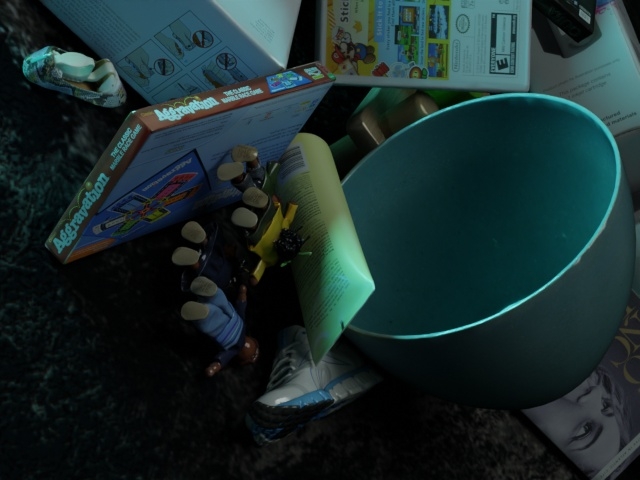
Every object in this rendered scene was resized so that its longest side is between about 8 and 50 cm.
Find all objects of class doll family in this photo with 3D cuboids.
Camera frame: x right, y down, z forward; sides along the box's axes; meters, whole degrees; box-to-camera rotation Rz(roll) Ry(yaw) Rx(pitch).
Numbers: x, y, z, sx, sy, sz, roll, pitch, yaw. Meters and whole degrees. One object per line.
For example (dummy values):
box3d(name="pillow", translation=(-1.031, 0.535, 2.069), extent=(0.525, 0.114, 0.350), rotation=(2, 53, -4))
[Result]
box3d(name="doll family", translation=(-0.065, 0.020, 1.549), extent=(0.193, 0.076, 0.111), rotation=(-58, 154, -15))

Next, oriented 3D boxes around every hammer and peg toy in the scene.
box3d(name="hammer and peg toy", translation=(0.167, -0.093, 1.929), extent=(0.266, 0.127, 0.361), rotation=(53, 33, -11))

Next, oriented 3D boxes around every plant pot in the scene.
box3d(name="plant pot", translation=(0.159, 0.038, 1.668), extent=(0.290, 0.290, 0.195), rotation=(-81, 149, -44))

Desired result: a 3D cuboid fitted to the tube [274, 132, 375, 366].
box3d(name="tube", translation=(0.000, 0.000, 1.614), extent=(0.240, 0.062, 0.070), rotation=(-105, -178, -51))

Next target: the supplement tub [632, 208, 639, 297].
box3d(name="supplement tub", translation=(0.443, 0.108, 2.041), extent=(0.331, 0.241, 0.241), rotation=(61, 33, 0))

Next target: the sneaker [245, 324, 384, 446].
box3d(name="sneaker", translation=(-0.021, 0.115, 1.579), extent=(0.083, 0.071, 0.191), rotation=(57, 24, 8))

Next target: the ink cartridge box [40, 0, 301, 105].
box3d(name="ink cartridge box", translation=(-0.157, -0.296, 1.647), extent=(0.309, 0.130, 0.272), rotation=(44, 34, -24))

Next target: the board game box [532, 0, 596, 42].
box3d(name="board game box", translation=(0.206, -0.295, 1.860), extent=(0.186, 0.026, 0.126), rotation=(36, 45, -25))

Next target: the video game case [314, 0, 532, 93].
box3d(name="video game case", translation=(0.098, -0.254, 1.751), extent=(0.206, 0.026, 0.227), rotation=(2, 90, -13))

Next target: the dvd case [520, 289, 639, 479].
box3d(name="dvd case", translation=(0.276, 0.130, 1.879), extent=(0.221, 0.164, 0.018), rotation=(45, 2, -27))

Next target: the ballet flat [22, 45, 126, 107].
box3d(name="ballet flat", translation=(-0.194, -0.137, 1.557), extent=(0.114, 0.041, 0.041), rotation=(12, 56, -50))

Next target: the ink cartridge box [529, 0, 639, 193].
box3d(name="ink cartridge box", translation=(0.299, -0.215, 2.149), extent=(0.226, 0.131, 0.306), rotation=(35, 34, -66))

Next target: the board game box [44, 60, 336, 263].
box3d(name="board game box", translation=(-0.100, -0.068, 1.534), extent=(0.027, 0.145, 0.281), rotation=(44, 29, 14))

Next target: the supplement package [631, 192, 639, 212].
box3d(name="supplement package", translation=(0.503, -0.067, 2.239), extent=(0.145, 0.262, 0.204), rotation=(48, 34, -18))
